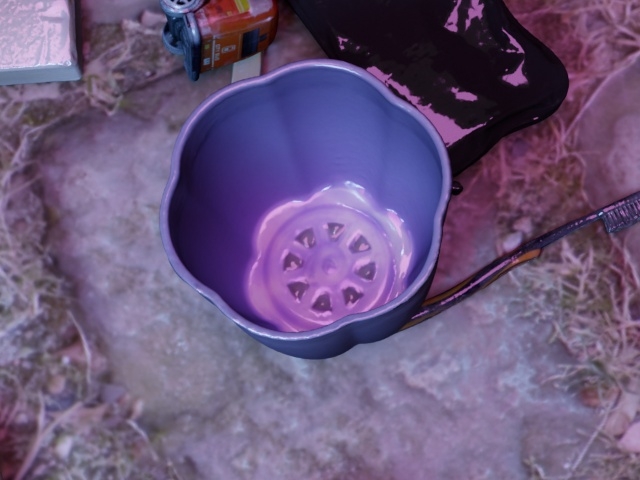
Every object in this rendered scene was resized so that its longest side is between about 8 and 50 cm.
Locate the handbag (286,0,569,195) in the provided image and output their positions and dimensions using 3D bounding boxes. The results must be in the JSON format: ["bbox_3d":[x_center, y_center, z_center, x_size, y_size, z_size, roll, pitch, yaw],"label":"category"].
[{"bbox_3d":[0.099,-0.214,1.918,0.191,0.075,0.332,-32,77,-11],"label":"handbag"}]

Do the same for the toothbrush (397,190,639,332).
[{"bbox_3d":[0.185,0.027,1.898,0.321,0.023,0.031,-24,70,-5],"label":"toothbrush"}]

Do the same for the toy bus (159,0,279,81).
[{"bbox_3d":[-0.127,-0.305,1.919,0.120,0.121,0.265,-16,74,-9],"label":"toy bus"}]

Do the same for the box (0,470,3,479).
[{"bbox_3d":[-0.390,0.241,1.743,0.200,0.088,0.146,-13,114,-16],"label":"box"}]

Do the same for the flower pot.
[{"bbox_3d":[0.000,0.000,1.782,0.265,0.243,0.265,-2,70,6],"label":"flower pot"}]

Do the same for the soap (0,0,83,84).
[{"bbox_3d":[-0.336,-0.221,1.928,0.183,0.064,0.121,-3,79,0],"label":"soap"}]

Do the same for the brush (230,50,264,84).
[{"bbox_3d":[-0.077,-0.131,1.930,0.033,0.030,0.178,0,67,14],"label":"brush"}]
